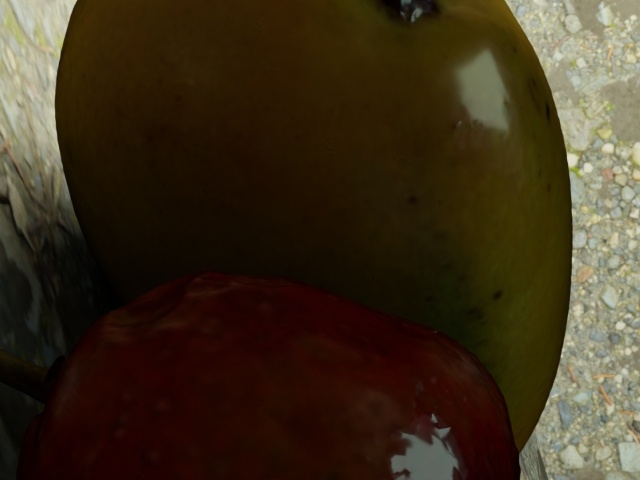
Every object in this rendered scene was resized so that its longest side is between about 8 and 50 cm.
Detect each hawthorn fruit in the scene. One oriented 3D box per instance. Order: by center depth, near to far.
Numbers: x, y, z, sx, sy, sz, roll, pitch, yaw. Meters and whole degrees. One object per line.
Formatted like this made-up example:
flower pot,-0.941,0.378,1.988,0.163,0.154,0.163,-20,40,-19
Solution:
hawthorn fruit,-0.050,0.109,0.733,0.230,0.266,0.210,143,-30,-77

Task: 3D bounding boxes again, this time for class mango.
mango,0.000,0.000,0.942,0.232,0.300,0.445,-47,147,-35
